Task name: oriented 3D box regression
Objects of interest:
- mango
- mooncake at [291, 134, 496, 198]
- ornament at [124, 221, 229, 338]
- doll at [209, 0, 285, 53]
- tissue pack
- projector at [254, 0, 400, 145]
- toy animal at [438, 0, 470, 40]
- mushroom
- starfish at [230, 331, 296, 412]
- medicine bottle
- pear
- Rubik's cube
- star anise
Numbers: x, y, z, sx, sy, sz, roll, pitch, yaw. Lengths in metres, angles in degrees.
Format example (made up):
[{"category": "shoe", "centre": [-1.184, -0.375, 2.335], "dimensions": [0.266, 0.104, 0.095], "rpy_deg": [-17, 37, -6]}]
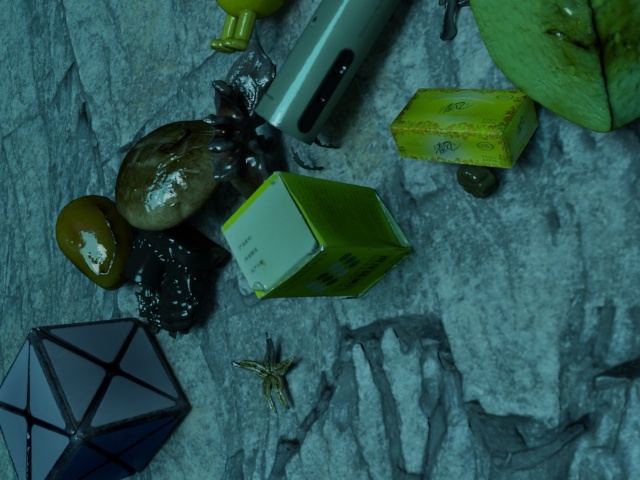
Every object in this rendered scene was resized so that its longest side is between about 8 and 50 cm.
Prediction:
[{"category": "mango", "centre": [-0.482, 0.003, 1.464], "dimensions": [0.166, 0.136, 0.236], "rpy_deg": [-45, 64, 28]}, {"category": "mooncake", "centre": [0.105, -0.121, 1.033], "dimensions": [0.347, 0.057, 0.150], "rpy_deg": [-2, 129, 51]}, {"category": "ornament", "centre": [-0.309, 0.091, 1.347], "dimensions": [0.251, 0.106, 0.260], "rpy_deg": [30, 112, 40]}, {"category": "doll", "centre": [-0.102, -0.504, 1.171], "dimensions": [0.199, 0.145, 0.363], "rpy_deg": [21, 96, 51]}, {"category": "tissue pack", "centre": [0.195, -0.159, 0.927], "dimensions": [0.176, 0.062, 0.095], "rpy_deg": [13, 54, 39]}, {"category": "projector", "centre": [0.027, -0.313, 1.042], "dimensions": [0.108, 0.108, 0.337], "rpy_deg": [39, 102, 34]}, {"category": "toy animal", "centre": [0.201, -0.399, 0.964], "dimensions": [0.105, 0.070, 0.202], "rpy_deg": [-7, 87, 58]}, {"category": "mushroom", "centre": [-0.276, -0.135, 1.272], "dimensions": [0.278, 0.146, 0.278], "rpy_deg": [-24, 40, 22]}, {"category": "starfish", "centre": [-0.097, 0.226, 1.189], "dimensions": [0.130, 0.041, 0.133], "rpy_deg": [8, 86, 31]}, {"category": "medicine bottle", "centre": [0.000, 0.000, 0.991], "dimensions": [0.137, 0.250, 0.141], "rpy_deg": [-45, 64, 27]}, {"category": "pear", "centre": [0.300, -0.292, 0.798], "dimensions": [0.159, 0.292, 0.292], "rpy_deg": [-34, 59, -12]}, {"category": "Rubik's cube", "centre": [-0.465, 0.327, 1.348], "dimensions": [0.259, 0.260, 0.255], "rpy_deg": [-51, 61, 25]}, {"category": "star anise", "centre": [-0.122, -0.202, 1.151], "dimensions": [0.111, 0.198, 0.257], "rpy_deg": [8, 79, 19]}]
